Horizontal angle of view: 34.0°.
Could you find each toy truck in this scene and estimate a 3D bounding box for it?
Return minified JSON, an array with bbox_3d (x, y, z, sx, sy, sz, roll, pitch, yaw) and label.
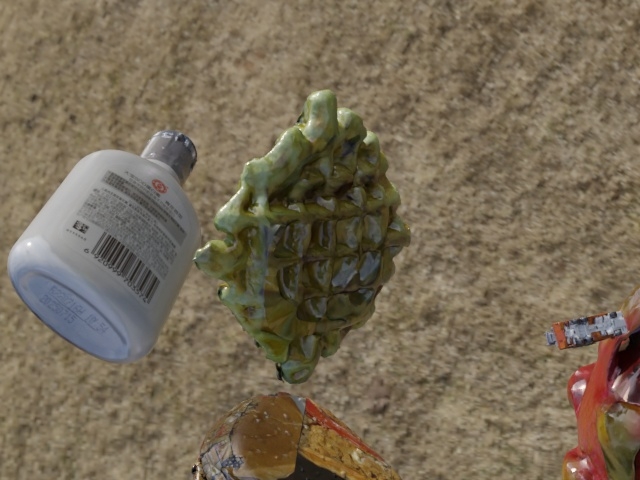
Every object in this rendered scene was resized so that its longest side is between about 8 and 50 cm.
[{"bbox_3d":[0.222,0.074,0.862,0.032,0.083,0.024,-33,68,55],"label":"toy truck"}]

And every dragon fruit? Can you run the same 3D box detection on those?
[{"bbox_3d":[0.342,0.146,0.942,0.307,0.243,0.227,-54,40,3],"label":"dragon fruit"}]

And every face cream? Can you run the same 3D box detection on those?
[{"bbox_3d":[-0.174,-0.016,0.948,0.071,0.144,0.291,-40,19,29],"label":"face cream"}]

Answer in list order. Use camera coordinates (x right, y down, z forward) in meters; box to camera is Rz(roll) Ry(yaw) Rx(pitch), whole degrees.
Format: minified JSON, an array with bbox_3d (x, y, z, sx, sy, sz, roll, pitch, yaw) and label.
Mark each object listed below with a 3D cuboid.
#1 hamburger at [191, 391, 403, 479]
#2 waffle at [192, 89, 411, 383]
[{"bbox_3d":[-0.012,0.240,0.971,0.107,0.231,0.231,-54,49,31],"label":"hamburger"},{"bbox_3d":[0.002,0.000,0.876,0.054,0.223,0.204,15,60,37],"label":"waffle"}]
